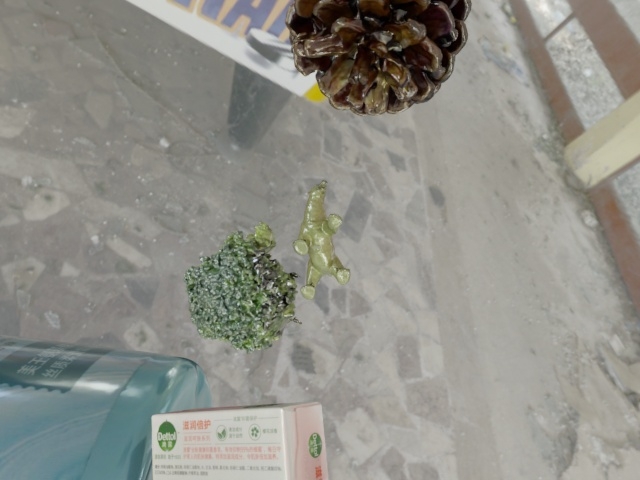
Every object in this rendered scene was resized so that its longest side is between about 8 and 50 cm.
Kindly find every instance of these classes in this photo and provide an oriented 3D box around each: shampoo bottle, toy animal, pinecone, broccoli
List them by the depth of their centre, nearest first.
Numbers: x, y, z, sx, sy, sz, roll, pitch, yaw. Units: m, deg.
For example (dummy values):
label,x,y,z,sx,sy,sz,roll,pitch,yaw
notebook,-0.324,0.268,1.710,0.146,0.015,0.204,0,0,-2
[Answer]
label,x,y,z,sx,sy,sz,roll,pitch,yaw
shampoo bottle,-0.305,0.259,0.505,0.343,0.331,0.331,6,47,2
pinecone,0.093,-0.345,0.835,0.298,0.242,0.295,17,64,-6
toy animal,0.000,0.000,1.031,0.101,0.103,0.218,-87,169,-59
broccoli,-0.189,0.144,1.417,0.293,0.348,0.281,57,35,5

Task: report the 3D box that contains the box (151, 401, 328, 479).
label,x,y,z,sx,sy,sz,roll,pitch,yaw
box,-0.057,0.158,0.358,0.043,0.125,0.089,15,66,-55
